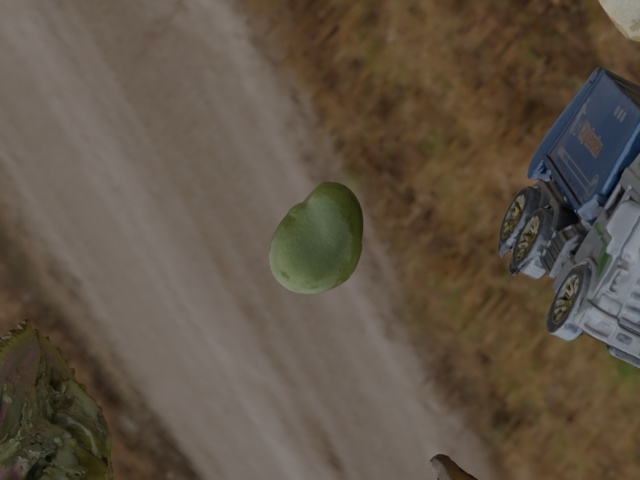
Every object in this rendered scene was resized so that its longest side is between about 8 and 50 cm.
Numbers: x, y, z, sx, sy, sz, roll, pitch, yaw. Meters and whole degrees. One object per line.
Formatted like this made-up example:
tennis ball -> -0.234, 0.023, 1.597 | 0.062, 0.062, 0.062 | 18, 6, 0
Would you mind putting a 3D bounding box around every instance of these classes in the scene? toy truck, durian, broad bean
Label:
toy truck -> 0.248, -0.013, 1.458 | 0.146, 0.175, 0.367 | 24, -165, -11
durian -> -0.202, 0.141, 1.187 | 0.146, 0.102, 0.208 | 57, -165, 1
broad bean -> 0.000, 0.000, 1.321 | 0.063, 0.083, 0.045 | 28, 174, -1

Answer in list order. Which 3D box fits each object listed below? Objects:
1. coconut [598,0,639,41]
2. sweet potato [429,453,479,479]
coconut -> 0.298, -0.240, 1.385 | 0.237, 0.237, 0.197 | 48, -173, -15
sweet potato -> 0.137, 0.235, 0.967 | 0.067, 0.059, 0.281 | -104, -9, -85
